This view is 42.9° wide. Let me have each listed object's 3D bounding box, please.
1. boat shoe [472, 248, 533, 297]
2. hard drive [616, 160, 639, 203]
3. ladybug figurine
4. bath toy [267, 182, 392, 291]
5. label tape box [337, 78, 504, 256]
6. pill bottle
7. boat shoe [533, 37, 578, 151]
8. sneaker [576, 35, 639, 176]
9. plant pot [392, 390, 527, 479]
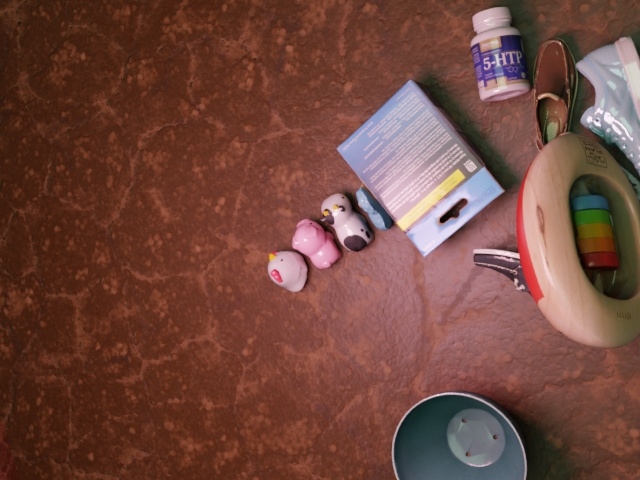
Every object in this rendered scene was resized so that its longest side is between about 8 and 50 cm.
[{"bbox_3d":[0.477,0.081,1.783,0.302,0.114,0.091,11,91,23],"label":"boat shoe"},{"bbox_3d":[0.615,-0.071,1.749,0.254,0.054,0.172,46,108,15],"label":"hard drive"},{"bbox_3d":[0.512,0.000,1.626,0.162,0.305,0.449,-32,54,56],"label":"ladybug figurine"},{"bbox_3d":[0.000,0.000,1.973,0.348,0.129,0.151,-36,79,21],"label":"bath toy"},{"bbox_3d":[0.236,-0.164,1.877,0.240,0.106,0.333,-41,77,19],"label":"label tape box"},{"bbox_3d":[0.392,-0.411,1.797,0.112,0.112,0.186,-11,88,23],"label":"pill bottle"},{"bbox_3d":[0.506,-0.313,1.762,0.095,0.095,0.257,-2,91,23],"label":"boat shoe"},{"bbox_3d":[0.632,-0.233,1.702,0.150,0.135,0.366,-18,75,25],"label":"sneaker"},{"bbox_3d":[0.327,0.463,1.817,0.290,0.195,0.290,1,93,23],"label":"plant pot"}]
